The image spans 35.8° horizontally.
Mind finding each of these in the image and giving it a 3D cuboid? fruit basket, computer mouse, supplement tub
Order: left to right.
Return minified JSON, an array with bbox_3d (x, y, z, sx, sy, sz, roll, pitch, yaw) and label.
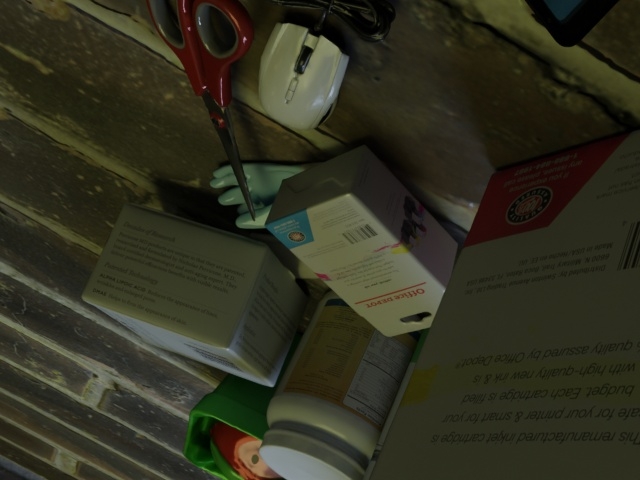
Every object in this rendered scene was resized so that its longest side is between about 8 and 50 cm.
[{"bbox_3d":[-0.012,-0.136,0.781,0.106,0.042,0.193,25,152,2],"label":"computer mouse"},{"bbox_3d":[-0.019,0.348,1.257,0.392,0.392,0.283,26,152,2],"label":"fruit basket"},{"bbox_3d":[0.029,0.168,1.086,0.144,0.200,0.144,21,152,12],"label":"supplement tub"}]

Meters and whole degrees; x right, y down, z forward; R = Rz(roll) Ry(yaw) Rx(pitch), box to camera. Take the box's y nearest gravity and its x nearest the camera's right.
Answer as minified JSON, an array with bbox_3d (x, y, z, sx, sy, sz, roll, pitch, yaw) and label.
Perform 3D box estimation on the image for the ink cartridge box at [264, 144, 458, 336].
[{"bbox_3d":[0.051,0.006,0.907,0.104,0.062,0.181,-19,129,39],"label":"ink cartridge box"}]

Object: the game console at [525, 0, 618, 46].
[{"bbox_3d":[0.155,-0.180,0.537,0.107,0.071,0.122,-9,136,48],"label":"game console"}]

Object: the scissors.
[{"bbox_3d":[-0.097,-0.126,0.867,0.109,0.021,0.297,31,153,17],"label":"scissors"}]

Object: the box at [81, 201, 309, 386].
[{"bbox_3d":[-0.131,0.063,1.095,0.182,0.119,0.181,17,164,19],"label":"box"}]

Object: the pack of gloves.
[{"bbox_3d":[0.000,0.000,0.996,0.232,0.046,0.195,3,143,38],"label":"pack of gloves"}]

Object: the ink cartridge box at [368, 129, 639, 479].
[{"bbox_3d":[0.201,0.116,0.659,0.160,0.385,0.279,41,149,-25],"label":"ink cartridge box"}]

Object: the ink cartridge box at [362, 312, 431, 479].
[{"bbox_3d":[0.144,0.254,1.037,0.121,0.289,0.211,8,146,31],"label":"ink cartridge box"}]
